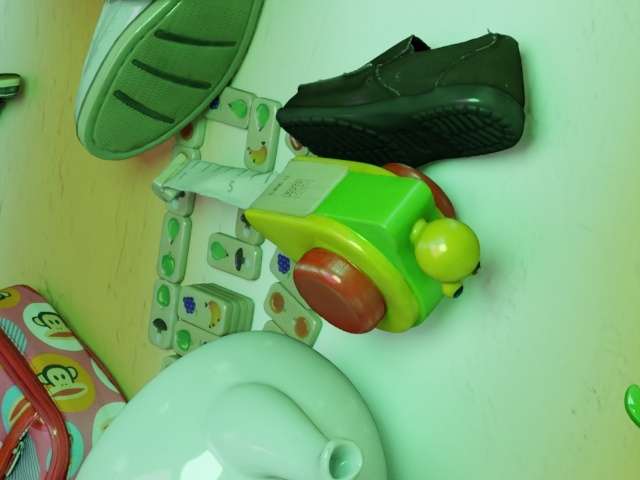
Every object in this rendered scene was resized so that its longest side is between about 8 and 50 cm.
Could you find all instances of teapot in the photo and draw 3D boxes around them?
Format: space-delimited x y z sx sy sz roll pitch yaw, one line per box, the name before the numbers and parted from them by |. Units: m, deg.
teapot | -0.038 0.203 1.027 0.187 0.256 0.252 39 102 27

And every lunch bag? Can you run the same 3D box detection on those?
lunch bag | -0.285 0.215 1.353 0.258 0.120 0.293 46 123 28

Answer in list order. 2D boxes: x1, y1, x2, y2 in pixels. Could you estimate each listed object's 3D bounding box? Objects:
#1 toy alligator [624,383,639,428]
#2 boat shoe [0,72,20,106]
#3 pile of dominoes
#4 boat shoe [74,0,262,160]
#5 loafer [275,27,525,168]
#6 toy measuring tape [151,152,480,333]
toy alligator | 0.243 0.162 0.871 0.051 0.056 0.189 -27 76 -3
boat shoe | -0.328 -0.131 1.416 0.152 0.056 0.049 -1 96 54
pile of dominoes | -0.074 0.007 1.178 0.196 0.040 0.251 19 106 43
boat shoe | -0.109 -0.205 1.159 0.103 0.113 0.302 47 110 37
loafer | 0.061 -0.097 1.027 0.220 0.080 0.078 -1 59 46
toy measuring tape | 0.000 0.000 1.064 0.330 0.121 0.121 10 100 52
